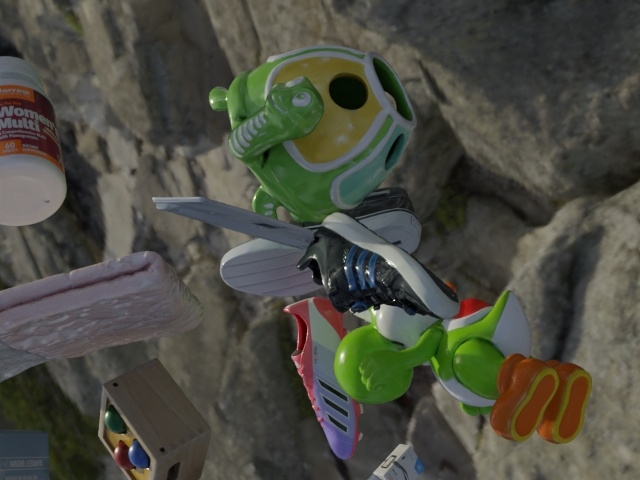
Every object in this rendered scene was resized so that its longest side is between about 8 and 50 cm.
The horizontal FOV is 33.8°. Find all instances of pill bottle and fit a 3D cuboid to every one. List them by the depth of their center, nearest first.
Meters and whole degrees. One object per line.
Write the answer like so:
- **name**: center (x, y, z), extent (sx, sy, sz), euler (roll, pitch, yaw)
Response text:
- **pill bottle**: center (-0.406, -0.135, 1.388), extent (0.121, 0.121, 0.221), euler (105, 153, -46)

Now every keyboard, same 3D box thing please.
- **keyboard**: center (-0.064, -0.017, 1.123), extent (0.072, 0.256, 0.014), euler (-6, 77, 36)

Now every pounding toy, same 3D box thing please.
- **pounding toy**: center (-0.200, 0.292, 1.347), extent (0.206, 0.094, 0.181), euler (48, 144, 25)

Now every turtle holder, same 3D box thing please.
- **turtle holder**: center (-0.012, -0.169, 1.434), extent (0.227, 0.320, 0.243), euler (-26, 55, 20)

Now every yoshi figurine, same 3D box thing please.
- **yoshi figurine**: center (0.154, 0.176, 1.387), extent (0.362, 0.203, 0.204), euler (25, 138, 44)

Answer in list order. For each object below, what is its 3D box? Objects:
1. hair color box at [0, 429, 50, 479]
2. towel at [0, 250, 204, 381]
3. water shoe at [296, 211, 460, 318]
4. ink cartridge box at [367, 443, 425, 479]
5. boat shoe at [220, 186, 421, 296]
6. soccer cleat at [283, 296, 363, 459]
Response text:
- **hair color box**: center (-0.371, 0.386, 1.048), extent (0.185, 0.113, 0.374), euler (-10, 76, 19)
- **towel**: center (-0.316, 0.106, 1.310), extent (0.332, 0.317, 0.053), euler (84, 169, -78)
- **water shoe**: center (0.051, 0.042, 0.970), extent (0.073, 0.080, 0.203), euler (39, 178, -34)
- **ink cartridge box**: center (0.115, 0.357, 1.605), extent (0.028, 0.083, 0.048), euler (-3, 124, 57)
- **boat shoe**: center (0.000, 0.000, 1.722), extent (0.119, 0.335, 0.121), euler (-93, -13, -45)
- **soccer cleat**: center (0.003, 0.209, 1.597), extent (0.083, 0.095, 0.248), euler (152, 113, -70)
